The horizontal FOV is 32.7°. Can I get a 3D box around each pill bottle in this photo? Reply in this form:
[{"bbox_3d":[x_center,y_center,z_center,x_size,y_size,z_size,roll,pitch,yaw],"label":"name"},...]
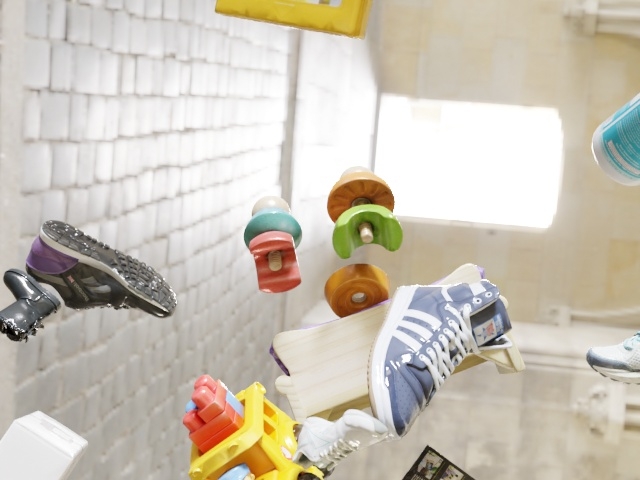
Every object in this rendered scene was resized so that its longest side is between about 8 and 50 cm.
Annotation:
[{"bbox_3d":[0.645,-0.220,2.060,0.264,0.146,0.146,135,-31,-56],"label":"pill bottle"}]

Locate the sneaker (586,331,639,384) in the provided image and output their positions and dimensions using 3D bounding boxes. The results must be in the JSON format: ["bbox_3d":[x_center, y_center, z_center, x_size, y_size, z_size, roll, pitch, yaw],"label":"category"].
[{"bbox_3d":[0.623,0.181,1.982,0.110,0.283,0.122,-84,168,-70],"label":"sneaker"}]

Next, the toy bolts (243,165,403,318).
[{"bbox_3d":[0.000,0.000,1.644,0.158,0.229,0.218,-99,-176,-51],"label":"toy bolts"}]

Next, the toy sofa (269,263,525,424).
[{"bbox_3d":[0.108,0.176,1.652,0.150,0.363,0.177,93,-24,-81],"label":"toy sofa"}]

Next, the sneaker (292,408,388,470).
[{"bbox_3d":[0.022,0.234,1.251,0.152,0.054,0.061,-26,-150,52],"label":"sneaker"}]

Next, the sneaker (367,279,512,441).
[{"bbox_3d":[0.154,0.139,1.364,0.282,0.153,0.099,-66,145,-56],"label":"sneaker"}]

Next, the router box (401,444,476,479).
[{"bbox_3d":[0.168,0.423,1.684,0.179,0.133,0.046,-46,165,-35],"label":"router box"}]

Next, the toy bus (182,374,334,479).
[{"bbox_3d":[-0.095,0.274,1.349,0.211,0.149,0.220,51,12,-20],"label":"toy bus"}]

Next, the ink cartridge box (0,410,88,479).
[{"bbox_3d":[-0.423,0.342,1.545,0.172,0.100,0.237,-57,-178,-9],"label":"ink cartridge box"}]

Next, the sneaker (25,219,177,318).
[{"bbox_3d":[-0.403,0.082,2.000,0.124,0.283,0.107,-58,-177,19],"label":"sneaker"}]

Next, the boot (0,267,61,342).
[{"bbox_3d":[-0.486,0.105,1.746,0.099,0.121,0.045,-45,163,-44],"label":"boot"}]

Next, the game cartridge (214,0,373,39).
[{"bbox_3d":[-0.024,-0.517,1.828,0.053,0.285,0.323,-2,105,-63],"label":"game cartridge"}]
